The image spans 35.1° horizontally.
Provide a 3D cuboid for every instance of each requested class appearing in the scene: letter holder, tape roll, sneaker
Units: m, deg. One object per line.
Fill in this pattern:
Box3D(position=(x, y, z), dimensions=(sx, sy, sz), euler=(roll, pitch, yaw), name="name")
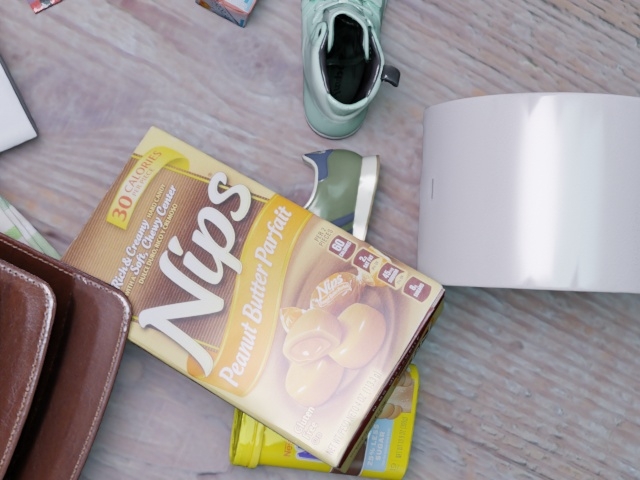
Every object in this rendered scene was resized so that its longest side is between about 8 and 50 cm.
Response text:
Box3D(position=(-0.313, 0.153, 0.844), dimensions=(0.214, 0.152, 0.301), euler=(25, 99, 6), name="letter holder")
Box3D(position=(0.216, -0.037, 0.951), dimensions=(0.246, 0.246, 0.169), euler=(3, 88, -9), name="tape roll")
Box3D(position=(0.031, -0.234, 0.975), dimensions=(0.094, 0.151, 0.255), euler=(1, 87, -7), name="sneaker")
Box3D(position=(0.000, 0.000, 1.011), dimensions=(0.086, 0.064, 0.192), euler=(12, 86, -1), name="sneaker")

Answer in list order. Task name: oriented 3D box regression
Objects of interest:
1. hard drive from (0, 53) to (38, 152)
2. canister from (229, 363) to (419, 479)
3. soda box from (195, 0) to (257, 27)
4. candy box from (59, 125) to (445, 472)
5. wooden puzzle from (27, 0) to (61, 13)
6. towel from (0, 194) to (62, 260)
Box3D(position=(-0.470, -0.130, 0.910), dimensions=(0.353, 0.047, 0.233), euler=(-25, 110, -7), name="hard drive")
Box3D(position=(0.004, 0.168, 0.998), dimensions=(0.170, 0.073, 0.126), euler=(9, 86, -10), name="canister")
Box3D(position=(-0.059, -0.309, 1.008), dimensions=(0.058, 0.063, 0.183), euler=(28, 85, -7), name="soda box")
Box3D(position=(-0.068, 0.051, 0.926), dimensions=(0.316, 0.087, 0.183), euler=(29, 78, 14), name="candy box")
Box3D(position=(-0.272, -0.257, 1.001), dimensions=(0.083, 0.006, 0.049), euler=(-30, 93, -9), name="wooden puzzle")
Box3D(position=(-0.415, -0.015, 0.910), dimensions=(0.248, 0.038, 0.324), euler=(-35, 112, -5), name="towel")
